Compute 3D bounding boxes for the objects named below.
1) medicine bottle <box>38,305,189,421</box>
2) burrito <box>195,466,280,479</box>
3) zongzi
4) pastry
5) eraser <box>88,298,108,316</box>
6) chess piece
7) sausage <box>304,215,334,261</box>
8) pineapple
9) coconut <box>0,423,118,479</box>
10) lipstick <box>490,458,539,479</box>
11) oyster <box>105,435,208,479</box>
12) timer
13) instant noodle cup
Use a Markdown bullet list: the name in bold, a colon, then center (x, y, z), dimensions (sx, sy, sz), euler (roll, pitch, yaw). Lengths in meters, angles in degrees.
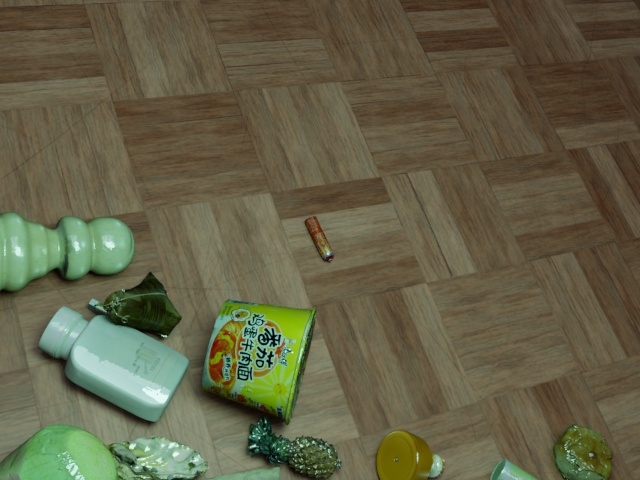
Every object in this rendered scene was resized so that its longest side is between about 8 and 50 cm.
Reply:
- **medicine bottle**: center (-0.439, 0.253, 1.742), dimensions (0.296, 0.111, 0.161), euler (29, 40, -5)
- **burrito**: center (-0.214, 0.545, 1.662), dimensions (0.299, 0.105, 0.143), euler (-2, 58, -20)
- **zongzi**: center (-0.413, 0.114, 1.806), dimensions (0.187, 0.084, 0.184), euler (25, 27, -48)
- **pastry**: center (0.640, 0.524, 2.002), dimensions (0.153, 0.081, 0.153), euler (12, 48, -13)
- **eraser**: center (-0.474, 0.160, 1.827), dimensions (0.083, 0.038, 0.019), euler (28, 61, -2)
- **chess piece**: center (-0.576, 0.018, 1.808), dimensions (0.330, 0.182, 0.182), euler (-4, 63, -29)
- **sausage**: center (0.000, 0.000, 2.097), dimensions (0.034, 0.034, 0.129), euler (-14, 67, -27)
- **pineapple**: center (-0.054, 0.453, 1.786), dimensions (0.221, 0.083, 0.103), euler (20, 45, -8)
- **coconut**: center (-0.500, 0.463, 1.544), dimensions (0.236, 0.236, 0.204), euler (5, 36, -18)
- **lipstick**: center (0.538, 0.620, 1.913), dimensions (0.304, 0.076, 0.076), euler (33, 55, 2)
- **oyster**: center (-0.337, 0.461, 1.682), dimensions (0.209, 0.072, 0.133), euler (7, 22, -32)
- **timer**: center (0.223, 0.502, 1.853), dimensions (0.152, 0.132, 0.132), euler (19, 53, -36)
- **instant noodle cup**: center (-0.132, 0.249, 1.776), dimensions (0.200, 0.264, 0.264), euler (13, 57, 3)
